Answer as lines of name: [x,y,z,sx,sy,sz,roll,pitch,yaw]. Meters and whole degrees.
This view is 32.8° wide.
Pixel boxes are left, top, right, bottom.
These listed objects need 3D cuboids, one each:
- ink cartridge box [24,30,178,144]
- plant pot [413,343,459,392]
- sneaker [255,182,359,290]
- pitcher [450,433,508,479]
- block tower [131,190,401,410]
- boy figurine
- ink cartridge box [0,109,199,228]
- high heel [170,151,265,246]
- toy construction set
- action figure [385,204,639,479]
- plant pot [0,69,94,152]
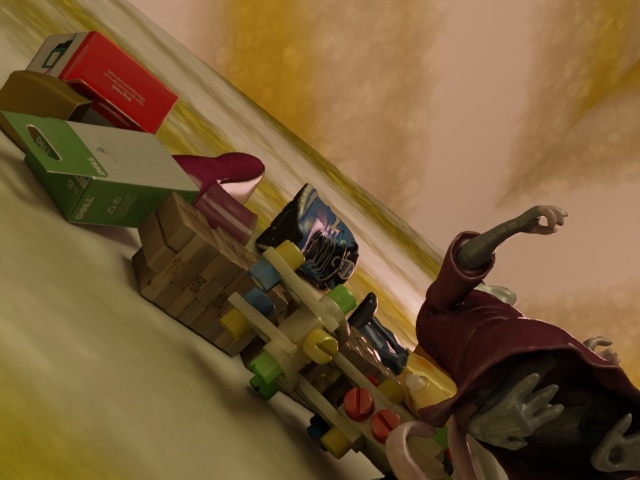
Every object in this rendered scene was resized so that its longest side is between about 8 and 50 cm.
ink cartridge box: [-0.271,-0.189,1.356,0.134,0.078,0.231,39,-13,-31]
plant pot: [0.241,0.190,1.761,0.205,0.188,0.205,42,8,-8]
sneaker: [0.000,0.000,1.779,0.147,0.130,0.330,42,8,8]
pitcher: [0.186,0.280,1.127,0.178,0.125,0.207,63,8,-62]
block tower: [-0.062,0.086,1.206,0.335,0.091,0.097,39,10,-28]
boy figurine: [0.152,0.205,1.619,0.285,0.092,0.177,41,6,3]
ink cartridge box: [-0.243,-0.072,1.166,0.209,0.062,0.109,5,37,-51]
high heel: [-0.175,-0.092,1.469,0.181,0.127,0.377,34,6,-13]
toy construction set: [0.036,0.169,1.054,0.328,0.151,0.215,58,-10,31]
action figure: [0.173,0.129,1.051,0.248,0.275,0.370,56,-4,-23]
plant pot: [-0.317,-0.147,1.218,0.083,0.081,0.081,37,9,-5]
